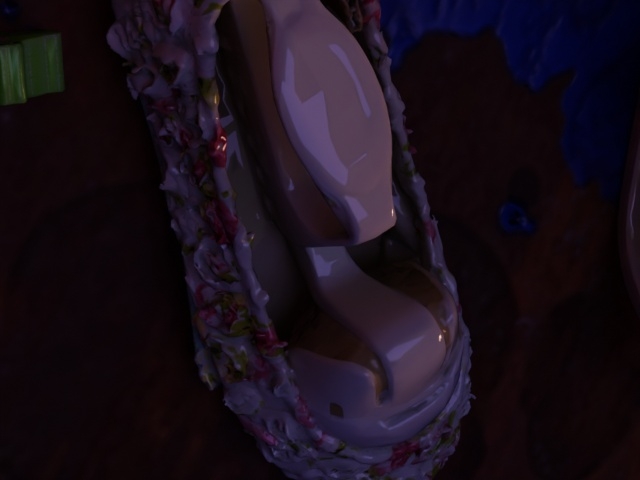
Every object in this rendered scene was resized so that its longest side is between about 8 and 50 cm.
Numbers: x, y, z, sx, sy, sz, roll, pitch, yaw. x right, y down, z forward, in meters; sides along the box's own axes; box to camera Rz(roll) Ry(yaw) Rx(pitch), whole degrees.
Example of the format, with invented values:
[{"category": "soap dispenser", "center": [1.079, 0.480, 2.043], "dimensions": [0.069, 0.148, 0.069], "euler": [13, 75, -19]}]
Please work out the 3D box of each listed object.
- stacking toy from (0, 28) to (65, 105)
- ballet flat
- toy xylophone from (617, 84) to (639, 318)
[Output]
[{"category": "stacking toy", "center": [-0.160, 0.044, 0.381], "dimensions": [0.221, 0.052, 0.167], "euler": [-13, 114, -27]}, {"category": "ballet flat", "center": [0.000, 0.000, 0.443], "dimensions": [0.091, 0.077, 0.241], "euler": [-32, 121, -18]}, {"category": "toy xylophone", "center": [0.214, -0.099, 0.513], "dimensions": [0.236, 0.081, 0.323], "euler": [-7, 110, -18]}]
